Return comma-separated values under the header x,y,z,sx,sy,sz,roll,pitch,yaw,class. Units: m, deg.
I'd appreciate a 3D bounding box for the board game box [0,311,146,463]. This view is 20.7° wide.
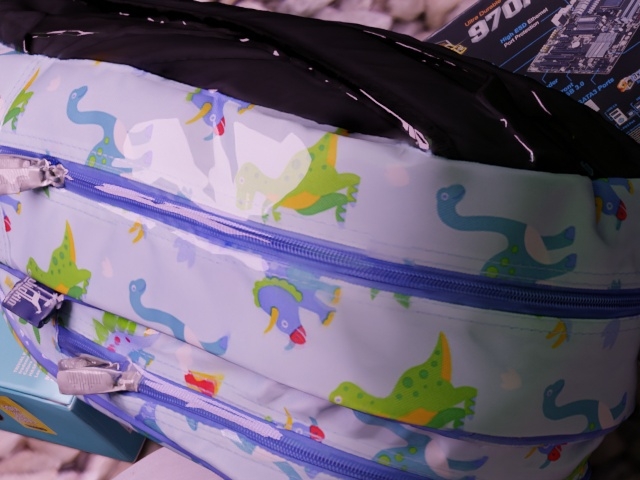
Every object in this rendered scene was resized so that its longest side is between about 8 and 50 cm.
x,y,z,sx,sy,sz,roll,pitch,yaw,class
-0.213,-0.018,1.112,0.336,0.079,0.253,9,63,32,board game box

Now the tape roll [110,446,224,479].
x,y,z,sx,sy,sz,roll,pitch,yaw,class
-0.046,0.207,0.875,0.219,0.072,0.219,-14,52,19,tape roll

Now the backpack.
x,y,z,sx,sy,sz,roll,pitch,yaw,class
0.000,0.000,0.835,0.356,0.290,0.273,-1,82,46,backpack

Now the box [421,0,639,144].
x,y,z,sx,sy,sz,roll,pitch,yaw,class
0.165,-0.095,0.987,0.220,0.051,0.175,-36,49,1,box

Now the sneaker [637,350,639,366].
x,y,z,sx,sy,sz,roll,pitch,yaw,class
0.245,0.008,0.819,0.281,0.105,0.115,-10,43,45,sneaker
